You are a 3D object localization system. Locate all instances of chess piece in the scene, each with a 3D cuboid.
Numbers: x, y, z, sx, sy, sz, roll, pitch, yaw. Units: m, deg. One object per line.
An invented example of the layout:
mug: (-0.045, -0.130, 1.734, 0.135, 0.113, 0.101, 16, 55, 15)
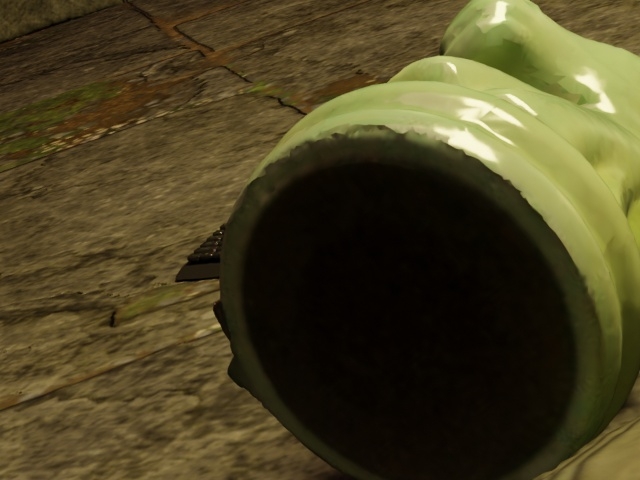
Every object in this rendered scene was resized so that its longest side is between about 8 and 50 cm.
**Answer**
chess piece: (0.095, -0.023, 0.704, 0.175, 0.176, 0.298, -6, 19, 32)

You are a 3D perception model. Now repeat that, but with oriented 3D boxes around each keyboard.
keyboard: (-0.001, -0.002, 0.996, 0.196, 0.015, 0.074, -6, 21, 34)

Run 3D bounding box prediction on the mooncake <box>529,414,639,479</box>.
mooncake: (0.137, 0.101, 0.342, 0.254, 0.136, 0.250, -27, 23, -27)
